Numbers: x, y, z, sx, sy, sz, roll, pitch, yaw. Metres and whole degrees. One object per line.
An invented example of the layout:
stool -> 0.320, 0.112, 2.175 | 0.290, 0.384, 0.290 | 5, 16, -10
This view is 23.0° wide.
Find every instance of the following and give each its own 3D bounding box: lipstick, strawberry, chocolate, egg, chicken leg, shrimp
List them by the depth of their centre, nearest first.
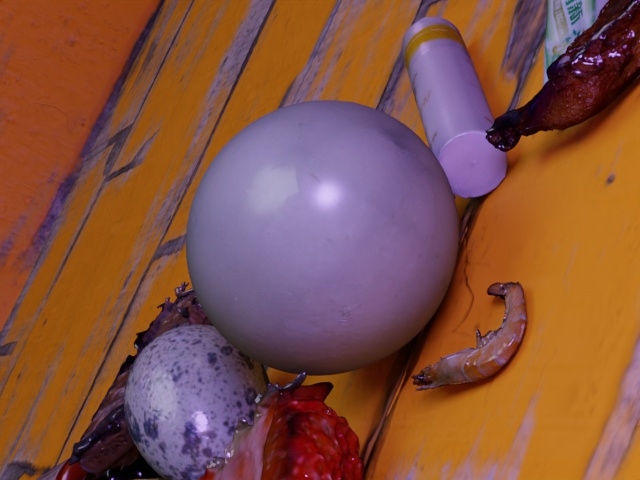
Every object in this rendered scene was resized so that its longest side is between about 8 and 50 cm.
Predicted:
chicken leg -> 0.190, -0.126, 1.089 | 0.205, 0.053, 0.093 | -42, 18, 19
shrimp -> 0.107, 0.068, 1.094 | 0.114, 0.023, 0.083 | -33, 29, 47
strawberry -> -0.019, 0.204, 1.117 | 0.174, 0.098, 0.228 | -57, 20, 15
egg -> 0.000, 0.000, 1.188 | 0.283, 0.203, 0.203 | 116, 178, -75
lipstick -> 0.109, -0.117, 1.316 | 0.059, 0.059, 0.264 | -54, 19, 21
egg -> -0.107, 0.151, 1.392 | 0.132, 0.132, 0.172 | -53, 29, 25
chocolate -> -0.160, 0.128, 1.591 | 0.102, 0.065, 0.329 | -40, 11, 26

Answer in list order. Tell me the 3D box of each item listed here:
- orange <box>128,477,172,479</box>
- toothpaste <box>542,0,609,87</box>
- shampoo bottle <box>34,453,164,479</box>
orange -> -0.198, 0.342, 1.257 | 0.334, 0.196, 0.263 | -40, 56, 44
toothpaste -> 0.204, -0.214, 1.226 | 0.075, 0.048, 0.297 | -36, 33, 42
shampoo bottle -> -0.240, 0.273, 1.628 | 0.278, 0.104, 0.104 | -36, 30, 55
